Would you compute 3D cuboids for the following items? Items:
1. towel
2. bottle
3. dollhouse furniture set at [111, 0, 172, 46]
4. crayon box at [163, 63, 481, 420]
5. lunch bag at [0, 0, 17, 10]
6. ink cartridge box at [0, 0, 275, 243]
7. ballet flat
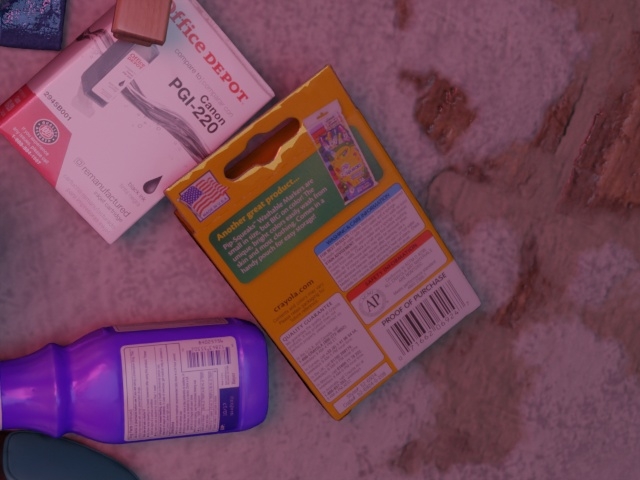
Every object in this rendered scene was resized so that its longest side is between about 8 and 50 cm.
[{"bbox_3d":[-0.296,-0.214,1.064,0.119,0.029,0.067,4,102,-19],"label":"towel"},{"bbox_3d":[-0.195,0.144,1.145,0.283,0.092,0.118,-4,100,-17],"label":"bottle"},{"bbox_3d":[-0.231,-0.373,0.902,0.303,0.174,0.355,11,74,-19],"label":"dollhouse furniture set"},{"bbox_3d":[0.000,0.000,1.167,0.203,0.083,0.323,-38,118,-7],"label":"crayon box"},{"bbox_3d":[-0.375,-0.239,0.984,0.219,0.090,0.176,-41,91,-6],"label":"lunch bag"},{"bbox_3d":[-0.177,-0.128,1.090,0.218,0.092,0.158,-44,112,-6],"label":"ink cartridge box"},{"bbox_3d":[-0.333,0.238,1.131,0.316,0.107,0.106,21,115,-16],"label":"ballet flat"}]
